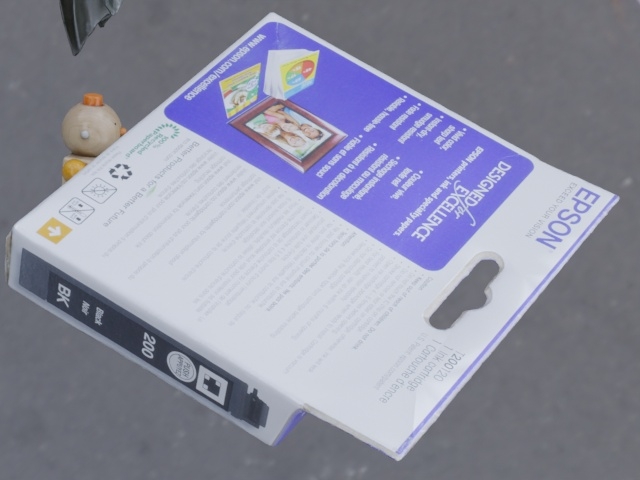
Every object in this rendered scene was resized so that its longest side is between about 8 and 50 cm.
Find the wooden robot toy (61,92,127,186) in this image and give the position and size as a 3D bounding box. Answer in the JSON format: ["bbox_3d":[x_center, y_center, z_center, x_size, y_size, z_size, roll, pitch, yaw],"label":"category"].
[{"bbox_3d":[-0.125,-0.051,1.152,0.173,0.076,0.079,-54,144,-72],"label":"wooden robot toy"}]

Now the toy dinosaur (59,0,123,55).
[{"bbox_3d":[-0.118,-0.178,0.617,0.218,0.322,0.164,44,29,-8],"label":"toy dinosaur"}]

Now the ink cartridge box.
[{"bbox_3d":[0.000,0.000,0.882,0.208,0.045,0.206,29,48,19],"label":"ink cartridge box"}]
